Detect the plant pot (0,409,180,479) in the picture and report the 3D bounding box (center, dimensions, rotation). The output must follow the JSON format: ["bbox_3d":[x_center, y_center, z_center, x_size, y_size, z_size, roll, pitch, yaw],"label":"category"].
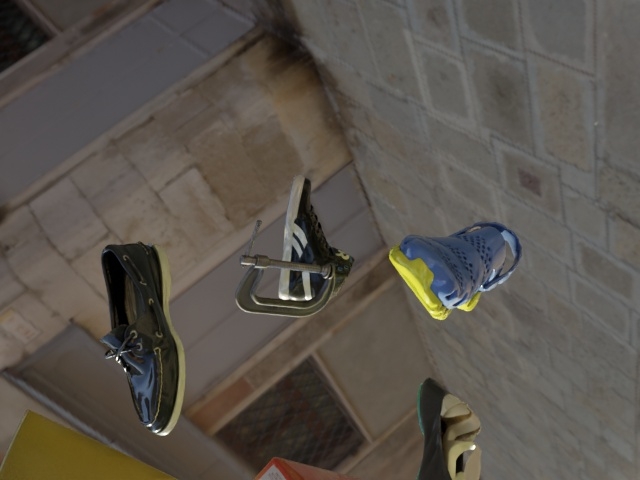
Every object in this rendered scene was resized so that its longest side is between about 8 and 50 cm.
[{"bbox_3d":[-0.255,0.342,0.757,0.212,0.187,0.212,17,150,18],"label":"plant pot"}]

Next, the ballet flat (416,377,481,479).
[{"bbox_3d":[0.145,0.227,0.755,0.074,0.074,0.203,56,-153,-23],"label":"ballet flat"}]

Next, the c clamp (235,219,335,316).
[{"bbox_3d":[-0.042,0.049,0.894,0.161,0.137,0.022,15,-152,-34],"label":"c clamp"}]

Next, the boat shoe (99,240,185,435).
[{"bbox_3d":[-0.302,0.146,1.105,0.113,0.127,0.340,17,-127,-42],"label":"boat shoe"}]

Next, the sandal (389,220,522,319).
[{"bbox_3d":[0.199,0.026,0.961,0.126,0.138,0.317,56,-160,13],"label":"sandal"}]

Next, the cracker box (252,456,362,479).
[{"bbox_3d":[-0.058,0.274,0.502,0.067,0.232,0.156,44,-179,34],"label":"cracker box"}]

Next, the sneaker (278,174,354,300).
[{"bbox_3d":[0.000,0.000,1.123,0.079,0.121,0.217,-89,6,-67],"label":"sneaker"}]
